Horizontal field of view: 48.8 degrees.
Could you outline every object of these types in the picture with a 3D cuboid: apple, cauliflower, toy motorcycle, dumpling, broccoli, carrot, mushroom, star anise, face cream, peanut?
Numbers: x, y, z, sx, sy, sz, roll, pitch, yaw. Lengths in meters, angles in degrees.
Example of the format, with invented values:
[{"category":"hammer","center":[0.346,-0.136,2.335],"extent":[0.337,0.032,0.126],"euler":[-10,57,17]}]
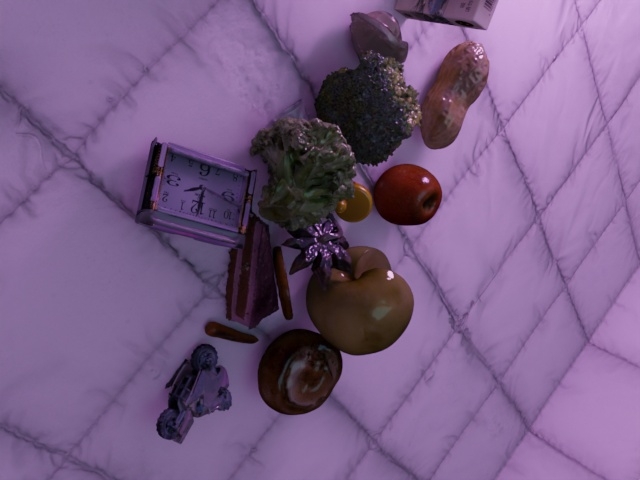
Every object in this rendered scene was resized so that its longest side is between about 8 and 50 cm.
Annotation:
[{"category":"apple","center":[0.108,0.164,1.888],"extent":[0.292,0.292,0.254],"euler":[-36,133,-26]},{"category":"cauliflower","center":[-0.050,-0.139,1.594],"extent":[0.275,0.272,0.250],"euler":[58,43,-27]},{"category":"toy motorcycle","center":[-0.290,0.399,1.750],"extent":[0.239,0.108,0.204],"euler":[-52,136,-12]},{"category":"dumpling","center":[0.151,-0.492,1.729],"extent":[0.199,0.136,0.118],"euler":[31,79,-57]},{"category":"broccoli","center":[0.118,-0.308,1.709],"extent":[0.260,0.288,0.235],"euler":[-21,79,-49]},{"category":"carrot","center":[-0.221,0.242,1.795],"extent":[0.190,0.037,0.037],"euler":[28,89,-48]},{"category":"apple","center":[0.242,-0.122,1.965],"extent":[0.181,0.168,0.181],"euler":[-27,131,-35]},{"category":"mushroom","center":[-0.058,0.358,1.918],"extent":[0.253,0.153,0.253],"euler":[-12,114,-30]},{"category":"star anise","center":[-0.001,0.000,1.785],"extent":[0.081,0.230,0.262],"euler":[-52,-177,45]},{"category":"face cream","center":[-0.036,-0.221,1.739],"extent":[0.092,0.058,0.243],"euler":[-37,125,-18]},{"category":"peanut","center":[0.372,-0.402,1.978],"extent":[0.149,0.149,0.313],"euler":[23,93,-47]}]

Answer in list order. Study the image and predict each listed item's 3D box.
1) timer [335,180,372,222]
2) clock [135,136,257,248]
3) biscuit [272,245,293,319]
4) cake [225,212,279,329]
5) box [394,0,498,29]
[{"category":"timer","center":[0.084,-0.098,1.867],"extent":[0.107,0.109,0.107],"euler":[1,111,2]},{"category":"clock","center":[-0.258,-0.094,1.496],"extent":[0.253,0.083,0.186],"euler":[16,76,-31]},{"category":"biscuit","center":[-0.096,0.106,1.757],"extent":[0.027,0.188,0.188],"euler":[-9,120,-4]},{"category":"cake","center":[-0.159,0.068,1.716],"extent":[0.113,0.116,0.295],"euler":[-19,125,-39]},{"category":"box","center":[0.319,-0.620,1.732],"extent":[0.069,0.256,0.164],"euler":[14,99,-47]}]
